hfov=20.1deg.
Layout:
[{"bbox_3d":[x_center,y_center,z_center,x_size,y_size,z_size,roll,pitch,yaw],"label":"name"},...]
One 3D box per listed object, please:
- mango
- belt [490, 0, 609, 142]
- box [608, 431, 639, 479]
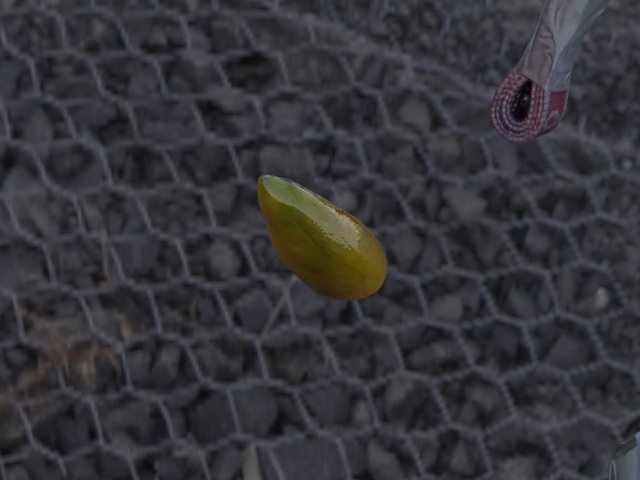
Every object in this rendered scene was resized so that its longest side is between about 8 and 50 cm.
[{"bbox_3d":[0.000,0.000,1.646,0.101,0.187,0.066,13,65,38],"label":"mango"},{"bbox_3d":[0.225,-0.197,1.704,0.071,0.232,0.053,30,30,23],"label":"belt"},{"bbox_3d":[0.184,0.129,0.596,0.178,0.036,0.115,6,71,-7],"label":"box"}]
